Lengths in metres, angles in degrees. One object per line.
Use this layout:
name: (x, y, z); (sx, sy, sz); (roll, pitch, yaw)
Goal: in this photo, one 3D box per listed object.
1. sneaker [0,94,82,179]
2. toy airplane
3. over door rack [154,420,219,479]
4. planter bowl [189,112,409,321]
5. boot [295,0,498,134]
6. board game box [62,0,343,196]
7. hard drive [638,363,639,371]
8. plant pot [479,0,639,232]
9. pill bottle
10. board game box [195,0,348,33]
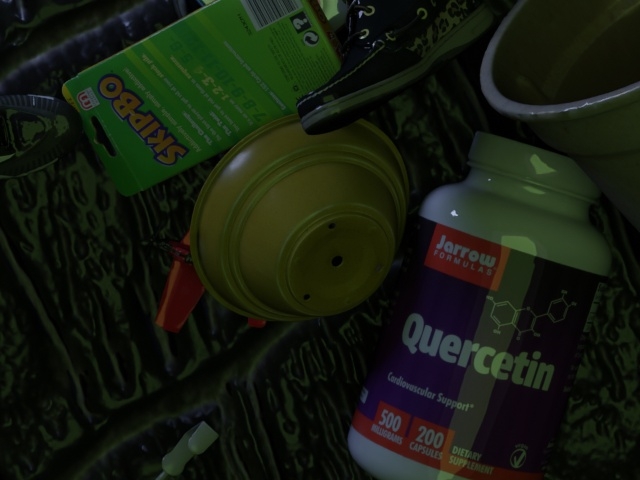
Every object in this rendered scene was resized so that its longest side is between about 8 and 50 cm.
sneaker: (-0.335, -0.089, 1.545); (0.234, 0.106, 0.078); (-4, 96, 1)
toy airplane: (-0.095, 0.031, 1.606); (0.151, 0.028, 0.151); (0, 96, -1)
over door rack: (-0.140, 0.368, 1.603); (0.239, 0.108, 0.324); (44, 79, -6)
planter bowl: (0.000, 0.000, 1.524); (0.217, 0.090, 0.217); (-12, 122, -20)
boot: (0.030, -0.206, 1.460); (0.236, 0.085, 0.179); (-35, 95, -37)
board game box: (-0.104, -0.142, 1.543); (0.259, 0.039, 0.124); (-25, 100, 23)
hard drive: (0.439, 0.243, 1.633); (0.203, 0.040, 0.308); (-14, 96, -1)
plant pot: (0.352, -0.098, 1.407); (0.334, 0.334, 0.305); (-36, 113, 1)
pill bottle: (0.151, 0.073, 1.540); (0.181, 0.181, 0.323); (17, 94, -3)
board game box: (-0.004, -0.331, 1.561); (0.316, 0.064, 0.242); (-40, 95, 2)
